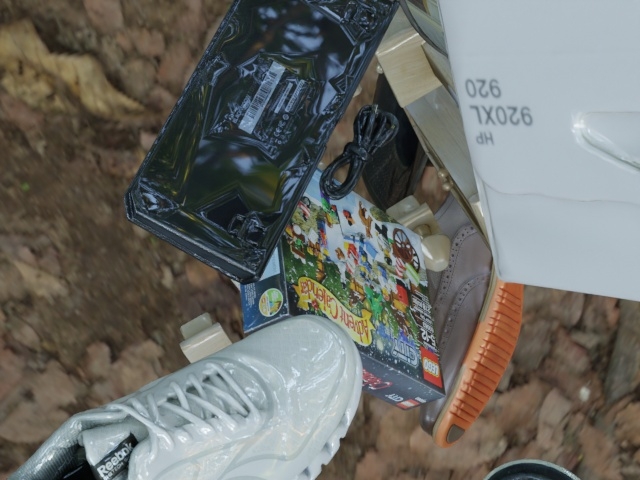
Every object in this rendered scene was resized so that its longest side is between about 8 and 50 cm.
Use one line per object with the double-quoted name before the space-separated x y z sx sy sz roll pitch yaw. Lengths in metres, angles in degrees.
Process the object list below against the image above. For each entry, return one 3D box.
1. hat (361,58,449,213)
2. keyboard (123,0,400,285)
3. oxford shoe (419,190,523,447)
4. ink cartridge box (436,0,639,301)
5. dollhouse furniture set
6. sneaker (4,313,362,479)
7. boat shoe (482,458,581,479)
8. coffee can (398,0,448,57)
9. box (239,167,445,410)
"hat" 0.156 -0.178 1.825 0.134 0.331 0.331 7 72 -15
"keyboard" -0.017 -0.062 0.782 0.108 0.023 0.180 28 68 -3
"oxford shoe" 0.163 0.054 1.729 0.132 0.130 0.364 14 78 21
"ink cartridge box" 0.178 -0.093 0.506 0.232 0.171 0.168 -25 108 -33
"dollhouse furniture set" 0.000 0.000 1.402 0.355 0.303 0.174 -30 50 0
"sneaker" -0.093 0.133 0.945 0.292 0.118 0.110 -35 58 -20
"boat shoe" 0.238 0.421 1.413 0.186 0.156 0.500 -17 54 13
"coffee can" 0.172 -0.197 1.096 0.201 0.275 0.202 -2 107 -7
"box" 0.016 0.032 1.237 0.044 0.233 0.159 -24 58 27
